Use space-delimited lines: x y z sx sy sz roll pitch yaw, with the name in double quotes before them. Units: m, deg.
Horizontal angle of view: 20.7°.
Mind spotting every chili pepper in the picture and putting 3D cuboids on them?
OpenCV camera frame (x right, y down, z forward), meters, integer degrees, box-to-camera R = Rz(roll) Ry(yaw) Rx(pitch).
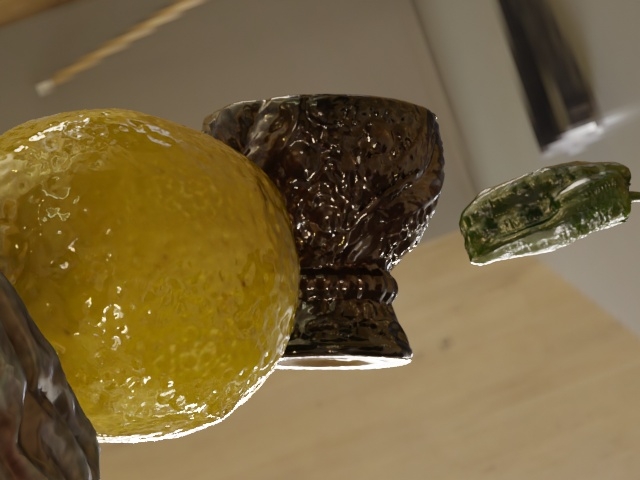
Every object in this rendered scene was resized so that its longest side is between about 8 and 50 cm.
"chili pepper" 0.221 -0.033 1.529 0.073 0.204 0.072 30 -135 -80

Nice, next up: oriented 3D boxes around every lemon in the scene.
"lemon" -0.182 0.032 1.566 0.336 0.336 0.336 160 90 -89

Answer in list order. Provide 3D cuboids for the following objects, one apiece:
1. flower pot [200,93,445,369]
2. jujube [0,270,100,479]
"flower pot" 0.000 0.000 1.857 0.266 0.267 0.267 77 -167 -80
"jujube" -0.245 0.128 0.990 0.226 0.226 0.317 -112 2 -54
